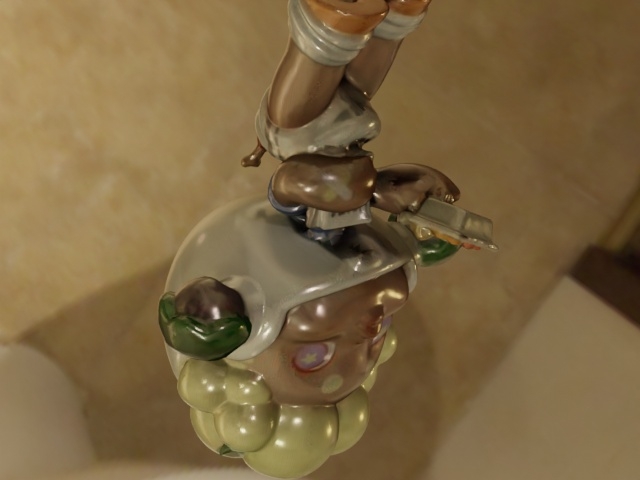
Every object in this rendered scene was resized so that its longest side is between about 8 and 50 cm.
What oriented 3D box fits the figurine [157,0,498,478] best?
[{"bbox_3d":[0.001,0.001,0.565,0.147,0.093,0.197,-20,146,-42],"label":"figurine"}]
